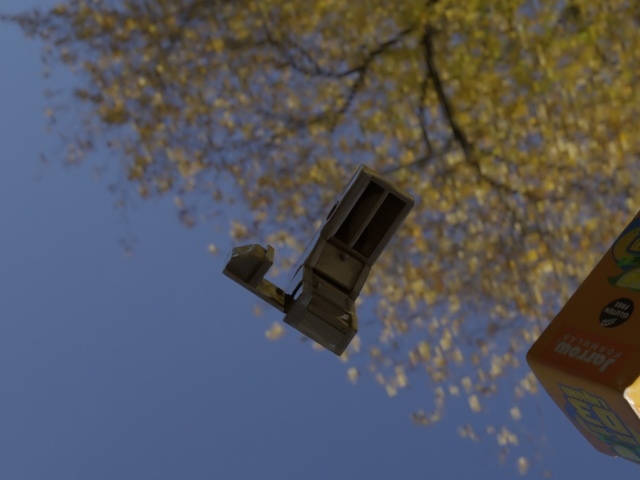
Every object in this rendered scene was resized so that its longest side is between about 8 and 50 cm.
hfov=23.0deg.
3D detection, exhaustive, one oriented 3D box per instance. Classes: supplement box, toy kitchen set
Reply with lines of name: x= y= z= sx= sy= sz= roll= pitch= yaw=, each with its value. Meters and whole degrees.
supplement box: x=0.204 y=0.000 z=0.745 sx=0.233 sy=0.080 sz=0.078 roll=-52 pitch=-151 yaw=-14
toy kitchen set: x=0.000 y=0.000 z=0.781 sx=0.075 sy=0.068 sz=0.083 roll=-56 pitch=-172 yaw=12
